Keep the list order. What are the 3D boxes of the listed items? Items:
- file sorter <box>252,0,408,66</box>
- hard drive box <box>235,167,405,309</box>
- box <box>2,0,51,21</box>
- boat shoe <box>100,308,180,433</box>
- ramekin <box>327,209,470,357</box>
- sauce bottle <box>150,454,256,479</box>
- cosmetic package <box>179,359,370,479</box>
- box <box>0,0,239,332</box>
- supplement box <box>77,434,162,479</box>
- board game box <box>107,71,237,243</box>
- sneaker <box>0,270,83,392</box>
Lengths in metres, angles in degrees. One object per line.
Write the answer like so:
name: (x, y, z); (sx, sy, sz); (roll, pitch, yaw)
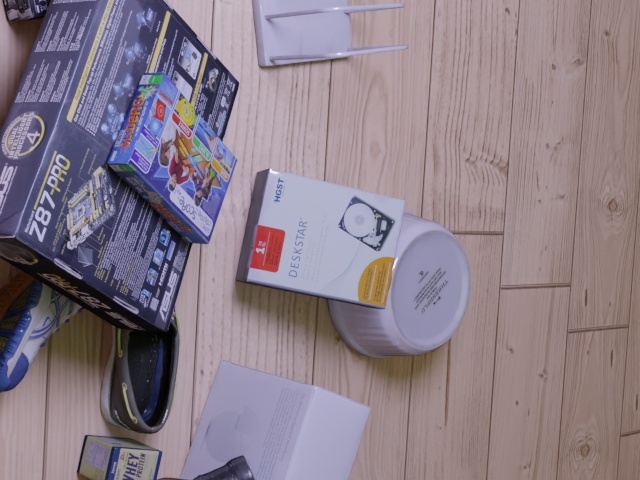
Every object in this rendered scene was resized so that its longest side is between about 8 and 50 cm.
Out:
file sorter: (0.017, -0.423, 1.629); (0.192, 0.173, 0.278); (-15, 104, -41)
hard drive box: (0.000, 0.000, 1.658); (0.232, 0.089, 0.181); (11, 86, -16)
box: (-0.323, -0.461, 1.378); (0.242, 0.076, 0.308); (-22, 110, -39)
boat shoe: (-0.249, 0.124, 1.501); (0.109, 0.091, 0.305); (2, 93, -43)
ramekin: (0.149, 0.079, 1.836); (0.272, 0.127, 0.273); (-5, 98, -42)
sauce bottle: (-0.250, 0.396, 1.436); (0.344, 0.111, 0.111); (-22, 111, -14)
cosmetic package: (-0.073, 0.323, 1.595); (0.138, 0.224, 0.224); (28, 77, -41)
box: (-0.258, -0.117, 1.348); (0.318, 0.097, 0.395); (45, 54, -56)
supplement box: (-0.287, 0.316, 1.493); (0.083, 0.083, 0.056); (15, 85, -42)
board game box: (-0.185, -0.102, 1.347); (0.201, 0.035, 0.136); (52, 48, -51)
sneaker: (-0.347, 0.073, 1.393); (0.131, 0.111, 0.297); (33, 73, -40)
